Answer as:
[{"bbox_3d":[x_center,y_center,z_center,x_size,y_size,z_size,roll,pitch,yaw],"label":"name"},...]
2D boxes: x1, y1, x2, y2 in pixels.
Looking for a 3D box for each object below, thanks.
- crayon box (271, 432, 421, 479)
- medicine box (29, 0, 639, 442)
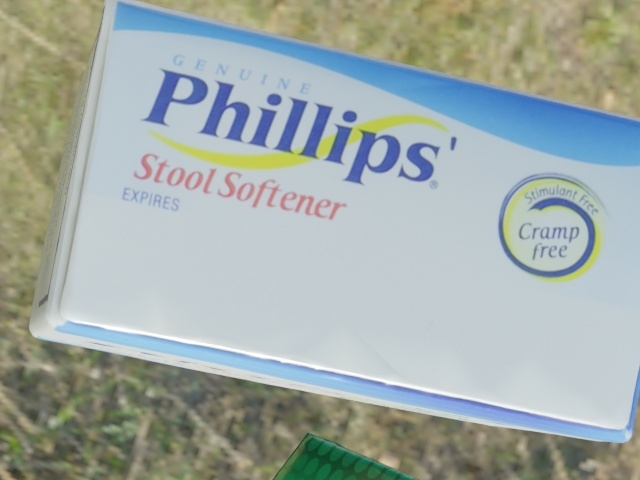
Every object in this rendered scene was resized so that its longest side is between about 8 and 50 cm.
[{"bbox_3d":[0.059,0.197,0.467,0.278,0.081,0.165,42,77,-24],"label":"crayon box"},{"bbox_3d":[0.000,0.000,0.930,0.263,0.289,0.149,12,85,-9],"label":"medicine box"}]
